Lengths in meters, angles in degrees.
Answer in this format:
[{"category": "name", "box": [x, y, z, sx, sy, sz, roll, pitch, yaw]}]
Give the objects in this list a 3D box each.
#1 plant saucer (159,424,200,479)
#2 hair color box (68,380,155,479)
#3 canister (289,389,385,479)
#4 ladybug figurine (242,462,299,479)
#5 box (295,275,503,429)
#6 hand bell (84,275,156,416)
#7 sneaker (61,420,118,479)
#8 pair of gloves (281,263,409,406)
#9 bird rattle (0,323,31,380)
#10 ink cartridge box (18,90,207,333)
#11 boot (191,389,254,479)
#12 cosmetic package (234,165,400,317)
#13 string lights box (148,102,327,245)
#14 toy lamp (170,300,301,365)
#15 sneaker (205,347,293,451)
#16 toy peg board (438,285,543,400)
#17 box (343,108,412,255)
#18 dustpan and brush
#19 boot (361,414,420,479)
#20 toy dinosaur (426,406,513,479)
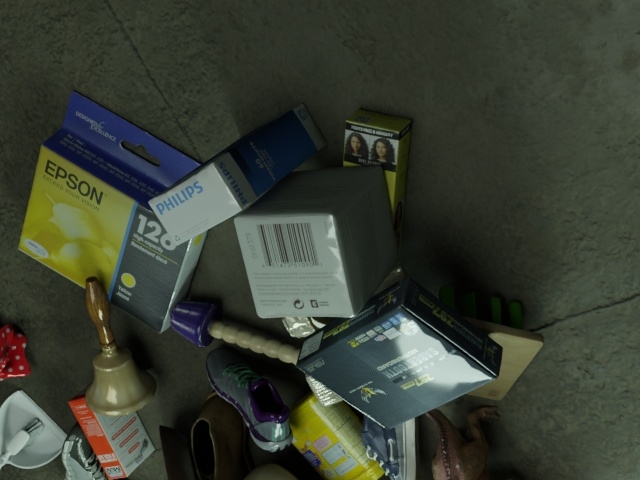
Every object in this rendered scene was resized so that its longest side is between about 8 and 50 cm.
[{"category": "plant saucer", "box": [-0.222, 0.464, 1.956, 0.050, 0.310, 0.310, -14, 111, -6]}, {"category": "hair color box", "box": [-0.376, 0.336, 2.058, 0.053, 0.093, 0.167, -16, 105, 34]}, {"category": "canister", "box": [0.023, 0.326, 1.856, 0.170, 0.073, 0.126, 49, 126, 0]}, {"category": "ladybug figurine", "box": [-0.061, 0.576, 1.901, 0.305, 0.162, 0.449, 36, 145, 50]}, {"category": "box", "box": [0.107, 0.162, 1.580, 0.183, 0.059, 0.233, 37, 135, -21]}, {"category": "hand bell", "box": [-0.360, 0.165, 1.924, 0.126, 0.126, 0.242, 10, 125, 24]}, {"category": "sneaker", "box": [-0.413, 0.434, 2.142, 0.132, 0.086, 0.228, 22, 133, 11]}, {"category": "pair of gloves", "box": [0.061, 0.154, 1.702, 0.204, 0.042, 0.240, -13, 126, 8]}, {"category": "bird rattle", "box": [-0.672, 0.194, 2.129, 0.254, 0.143, 0.206, -28, 82, 32]}, {"category": "ink cartridge box", "box": [-0.335, -0.041, 1.865, 0.304, 0.072, 0.307, 30, 126, 12]}, {"category": "boot", "box": [-0.177, 0.408, 1.977, 0.112, 0.115, 0.305, 8, 119, 22]}, {"category": "cosmetic package", "box": [0.000, 0.000, 1.562, 0.151, 0.184, 0.151, -1, 113, 27]}, {"category": "string lights box", "box": [-0.112, -0.098, 1.599, 0.133, 0.260, 0.076, -26, 100, 35]}, {"category": "toy lamp", "box": [-0.114, 0.161, 1.845, 0.275, 0.080, 0.080, 18, 121, 16]}, {"category": "sneaker", "box": [-0.109, 0.231, 1.832, 0.223, 0.083, 0.098, 46, 144, 35]}, {"category": "toy peg board", "box": [0.215, 0.144, 1.646, 0.161, 0.079, 0.160, 13, 139, -9]}, {"category": "box", "box": [0.076, -0.067, 1.639, 0.087, 0.058, 0.232, 15, 121, 19]}, {"category": "dustpan and brush", "box": [-0.600, 0.407, 2.230, 0.147, 0.060, 0.211, 45, 126, 1]}, {"category": "boot", "box": [0.110, 0.339, 1.787, 0.086, 0.069, 0.190, -1, 86, 12]}, {"category": "toy dinosaur", "box": [0.212, 0.368, 1.689, 0.127, 0.200, 0.295, -22, 95, 36]}]
